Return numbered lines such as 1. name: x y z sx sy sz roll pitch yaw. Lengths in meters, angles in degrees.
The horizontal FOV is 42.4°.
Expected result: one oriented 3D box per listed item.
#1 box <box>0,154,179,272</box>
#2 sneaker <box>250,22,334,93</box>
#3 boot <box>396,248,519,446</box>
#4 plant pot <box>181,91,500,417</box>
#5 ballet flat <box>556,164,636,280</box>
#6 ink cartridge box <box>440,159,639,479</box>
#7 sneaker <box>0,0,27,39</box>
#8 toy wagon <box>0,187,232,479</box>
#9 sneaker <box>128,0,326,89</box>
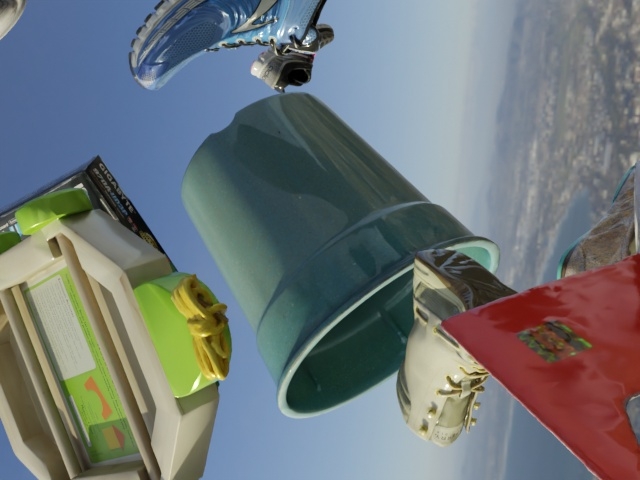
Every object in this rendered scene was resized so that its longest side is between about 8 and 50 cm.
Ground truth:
1. box: -0.283 0.036 0.881 0.175 0.220 0.051 59 -166 -19
2. sneaker: -0.031 -0.289 1.331 0.170 0.074 0.063 -37 -6 -32
3. boot: 0.134 0.121 0.740 0.213 0.077 0.165 -130 44 -57
4. plant pot: 0.000 0.000 1.108 0.334 0.341 0.341 52 170 24
5. ballet flat: 0.412 -0.006 1.057 0.316 0.106 0.107 -42 -51 -39
6. ink cartridge box: 0.207 0.030 0.300 0.275 0.239 0.060 -134 31 -61
7. sneaker: -0.276 -0.072 0.444 0.105 0.281 0.115 62 174 -8
8. toy wagon: -0.164 0.095 0.637 0.068 0.344 0.267 -21 -91 -48
9. sneaker: -0.072 -0.256 0.939 0.147 0.330 0.129 56 -163 -16
